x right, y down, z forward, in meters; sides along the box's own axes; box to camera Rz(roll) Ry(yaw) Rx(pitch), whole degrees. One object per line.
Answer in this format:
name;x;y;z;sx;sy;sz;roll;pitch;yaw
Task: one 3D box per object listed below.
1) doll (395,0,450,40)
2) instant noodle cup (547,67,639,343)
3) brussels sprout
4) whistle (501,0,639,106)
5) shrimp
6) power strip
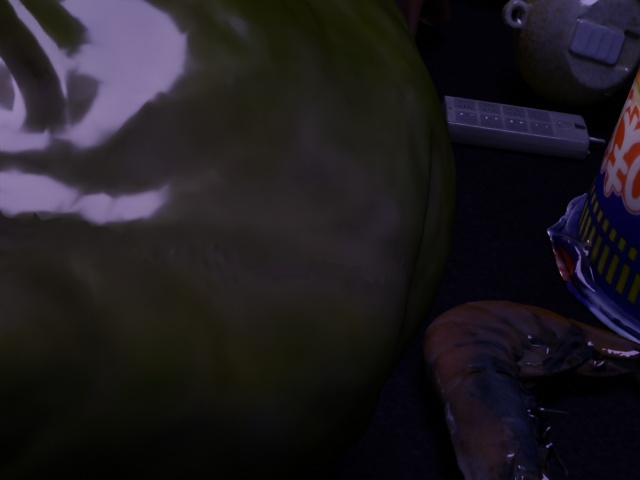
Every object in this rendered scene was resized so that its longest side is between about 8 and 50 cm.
doll;-0.058;-0.246;1.345;0.340;0.209;0.318;16;1;6
instant noodle cup;0.324;-0.101;1.090;0.284;0.312;0.284;7;33;-4
brussels sprout;-0.114;-0.033;0.835;0.361;0.342;0.425;6;49;-29
whistle;0.246;-0.162;1.361;0.223;0.123;0.123;13;30;-22
shrimp;0.165;0.115;0.958;0.198;0.051;0.262;5;30;-8
power strip;0.159;-0.088;1.295;0.136;0.019;0.051;8;31;-3
